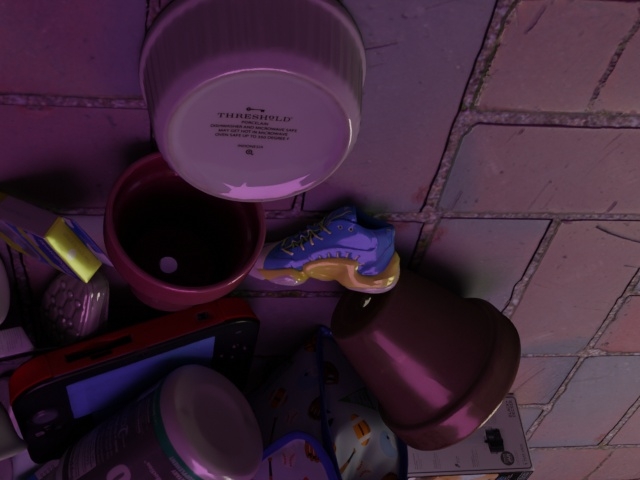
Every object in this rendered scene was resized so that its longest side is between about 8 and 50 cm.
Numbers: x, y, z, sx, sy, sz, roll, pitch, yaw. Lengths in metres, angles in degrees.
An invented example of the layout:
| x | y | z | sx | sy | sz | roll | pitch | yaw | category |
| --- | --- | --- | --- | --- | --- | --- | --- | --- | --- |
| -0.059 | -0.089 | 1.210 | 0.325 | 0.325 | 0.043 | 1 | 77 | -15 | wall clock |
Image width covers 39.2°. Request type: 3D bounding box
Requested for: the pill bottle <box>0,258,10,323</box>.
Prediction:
| x | y | z | sx | sy | sz | roll | pitch | yaw | category |
| --- | --- | --- | --- | --- | --- | --- | --- | --- | --- |
| -0.577 | 0.083 | 1.259 | 0.246 | 0.130 | 0.130 | -12 | 141 | 6 | pill bottle |

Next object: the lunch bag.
| x | y | z | sx | sy | sz | roll | pitch | yaw | category |
| --- | --- | --- | --- | --- | --- | --- | --- | --- | --- |
| -0.031 | 0.393 | 1.498 | 0.239 | 0.385 | 0.328 | 31 | 124 | -26 | lunch bag |

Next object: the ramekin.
| x | y | z | sx | sy | sz | roll | pitch | yaw | category |
| --- | --- | --- | --- | --- | --- | --- | --- | --- | --- |
| -0.075 | -0.159 | 1.038 | 0.273 | 0.127 | 0.272 | -4 | 142 | -3 | ramekin |

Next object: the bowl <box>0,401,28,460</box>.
| x | y | z | sx | sy | sz | roll | pitch | yaw | category |
| --- | --- | --- | --- | --- | --- | --- | --- | --- | --- |
| -0.583 | 0.269 | 1.285 | 0.298 | 0.134 | 0.298 | -11 | 177 | -1 | bowl |

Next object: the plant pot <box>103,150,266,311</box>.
| x | y | z | sx | sy | sz | roll | pitch | yaw | category |
| --- | --- | --- | --- | --- | --- | --- | --- | --- | --- |
| -0.188 | 0.006 | 1.192 | 0.201 | 0.201 | 0.180 | 5 | 156 | -15 | plant pot |

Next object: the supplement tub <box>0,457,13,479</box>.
| x | y | z | sx | sy | sz | roll | pitch | yaw | category |
| --- | --- | --- | --- | --- | --- | --- | --- | --- | --- |
| -0.717 | 0.414 | 1.504 | 0.332 | 0.241 | 0.241 | 15 | 140 | 2 | supplement tub |

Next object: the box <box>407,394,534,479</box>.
| x | y | z | sx | sy | sz | roll | pitch | yaw | category |
| --- | --- | --- | --- | --- | --- | --- | --- | --- | --- |
| 0.252 | 0.397 | 1.761 | 0.290 | 0.169 | 0.087 | 0 | 144 | -11 | box |

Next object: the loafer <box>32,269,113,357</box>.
| x | y | z | sx | sy | sz | roll | pitch | yaw | category |
| --- | --- | --- | --- | --- | --- | --- | --- | --- | --- |
| -0.376 | 0.144 | 1.406 | 0.111 | 0.112 | 0.319 | -22 | 154 | -40 | loafer |

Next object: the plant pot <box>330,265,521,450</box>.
| x | y | z | sx | sy | sz | roll | pitch | yaw | category |
| --- | --- | --- | --- | --- | --- | --- | --- | --- | --- |
| 0.141 | 0.161 | 1.407 | 0.229 | 0.263 | 0.263 | 40 | 124 | -23 | plant pot |

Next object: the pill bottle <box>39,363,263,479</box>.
| x | y | z | sx | sy | sz | roll | pitch | yaw | category |
| --- | --- | --- | --- | --- | --- | --- | --- | --- | --- |
| -0.282 | 0.366 | 1.415 | 0.361 | 0.204 | 0.204 | -37 | 133 | 24 | pill bottle |

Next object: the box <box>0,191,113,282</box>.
| x | y | z | sx | sy | sz | roll | pitch | yaw | category |
| --- | --- | --- | --- | --- | --- | --- | --- | --- | --- |
| -0.365 | -0.006 | 1.174 | 0.178 | 0.042 | 0.109 | 19 | 155 | 32 | box |

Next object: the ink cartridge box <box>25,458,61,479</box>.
| x | y | z | sx | sy | sz | roll | pitch | yaw | category |
| --- | --- | --- | --- | --- | --- | --- | --- | --- | --- |
| -0.403 | 0.470 | 1.663 | 0.233 | 0.171 | 0.168 | -39 | 149 | -15 | ink cartridge box |

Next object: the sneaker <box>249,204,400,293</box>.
| x | y | z | sx | sy | sz | roll | pitch | yaw | category |
| --- | --- | --- | --- | --- | --- | --- | --- | --- | --- |
| 0.000 | 0.000 | 1.305 | 0.240 | 0.091 | 0.126 | 6 | 111 | -1 | sneaker |

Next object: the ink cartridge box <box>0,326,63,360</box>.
| x | y | z | sx | sy | sz | roll | pitch | yaw | category |
| --- | --- | --- | --- | --- | --- | --- | --- | --- | --- |
| -0.532 | 0.168 | 1.317 | 0.223 | 0.045 | 0.224 | -15 | 174 | 40 | ink cartridge box |

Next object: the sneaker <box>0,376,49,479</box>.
| x | y | z | sx | sy | sz | roll | pitch | yaw | category |
| --- | --- | --- | --- | --- | --- | --- | --- | --- | --- |
| -0.516 | 0.329 | 1.633 | 0.151 | 0.094 | 0.255 | -13 | 133 | -34 | sneaker |

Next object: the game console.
| x | y | z | sx | sy | sz | roll | pitch | yaw | category |
| --- | --- | --- | --- | --- | --- | --- | --- | --- | --- |
| -0.289 | 0.234 | 1.445 | 0.387 | 0.060 | 0.342 | -16 | 149 | -19 | game console |
